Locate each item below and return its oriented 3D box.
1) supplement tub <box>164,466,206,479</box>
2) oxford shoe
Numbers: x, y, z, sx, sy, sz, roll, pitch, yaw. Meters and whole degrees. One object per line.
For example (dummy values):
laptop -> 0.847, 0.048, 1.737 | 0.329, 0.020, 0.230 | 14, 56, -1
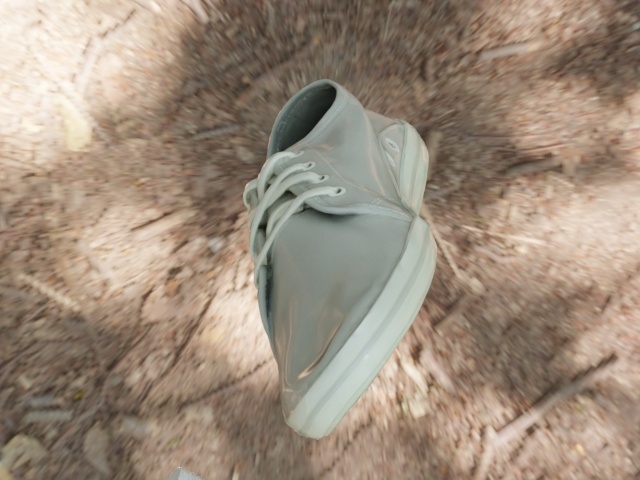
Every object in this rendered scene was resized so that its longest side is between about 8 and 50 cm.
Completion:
supplement tub -> -0.095, 0.252, 1.439 | 0.107, 0.071, 0.071 | 34, 92, -11
oxford shoe -> 0.000, 0.000, 1.254 | 0.130, 0.449, 0.169 | 35, 113, -14
